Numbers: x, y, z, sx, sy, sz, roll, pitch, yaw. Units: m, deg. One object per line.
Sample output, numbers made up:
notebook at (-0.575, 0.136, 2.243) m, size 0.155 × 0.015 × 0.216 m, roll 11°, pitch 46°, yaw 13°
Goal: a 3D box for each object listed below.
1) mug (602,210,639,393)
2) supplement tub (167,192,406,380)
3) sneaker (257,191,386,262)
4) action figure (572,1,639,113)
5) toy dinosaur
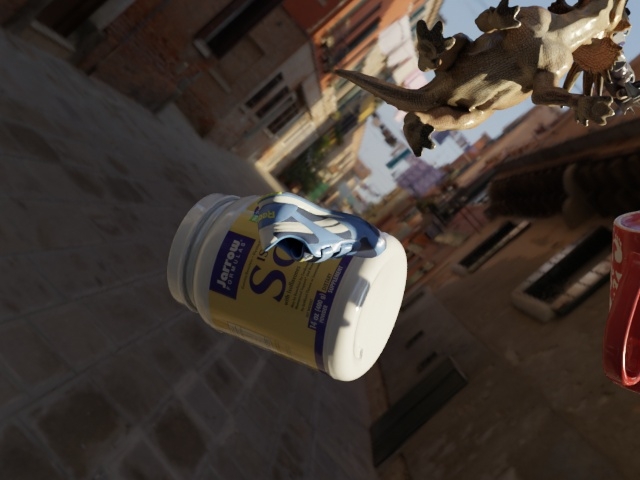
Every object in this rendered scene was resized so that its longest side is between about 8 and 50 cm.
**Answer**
mug at (0.346, 0.065, 0.722) m, size 0.150 × 0.113 × 0.169 m, roll -38°, pitch 125°, yaw -62°
supplement tub at (-0.053, 0.063, 1.156) m, size 0.331 × 0.241 × 0.241 m, roll 18°, pitch -10°, yaw 22°
sneaker at (0.000, 0.000, 0.716) m, size 0.144 × 0.059 × 0.053 m, roll 16°, pitch -28°, yaw -22°
action figure at (0.592, -0.368, 1.440) m, size 0.285 × 0.099 × 0.185 m, roll 33°, pitch 25°, yaw -48°
toy dinosaur at (0.175, -0.165, 0.700) m, size 0.200 × 0.296 × 0.127 m, roll -38°, pitch 114°, yaw -65°
